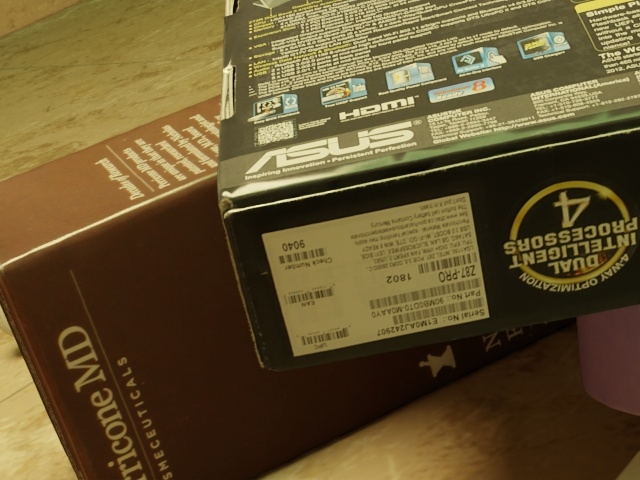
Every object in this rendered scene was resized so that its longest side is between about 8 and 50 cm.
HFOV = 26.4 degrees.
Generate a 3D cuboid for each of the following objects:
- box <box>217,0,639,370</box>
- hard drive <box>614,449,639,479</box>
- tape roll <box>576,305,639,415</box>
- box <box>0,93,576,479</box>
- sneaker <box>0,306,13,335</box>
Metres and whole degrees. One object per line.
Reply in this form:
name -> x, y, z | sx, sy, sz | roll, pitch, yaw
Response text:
box -> 0.151, -0.097, 0.647 | 0.394, 0.097, 0.318 | -12, 33, 3
hard drive -> 0.248, 0.141, 0.472 | 0.353, 0.047, 0.233 | 1, 28, 42
tape roll -> 0.217, 0.026, 0.655 | 0.189, 0.080, 0.189 | -6, 7, 1
box -> 0.000, 0.000, 0.832 | 0.381, 0.191, 0.143 | -24, 25, -13
sneaker -> -0.150, 0.030, 1.049 | 0.232, 0.090, 0.115 | -18, 24, 5
